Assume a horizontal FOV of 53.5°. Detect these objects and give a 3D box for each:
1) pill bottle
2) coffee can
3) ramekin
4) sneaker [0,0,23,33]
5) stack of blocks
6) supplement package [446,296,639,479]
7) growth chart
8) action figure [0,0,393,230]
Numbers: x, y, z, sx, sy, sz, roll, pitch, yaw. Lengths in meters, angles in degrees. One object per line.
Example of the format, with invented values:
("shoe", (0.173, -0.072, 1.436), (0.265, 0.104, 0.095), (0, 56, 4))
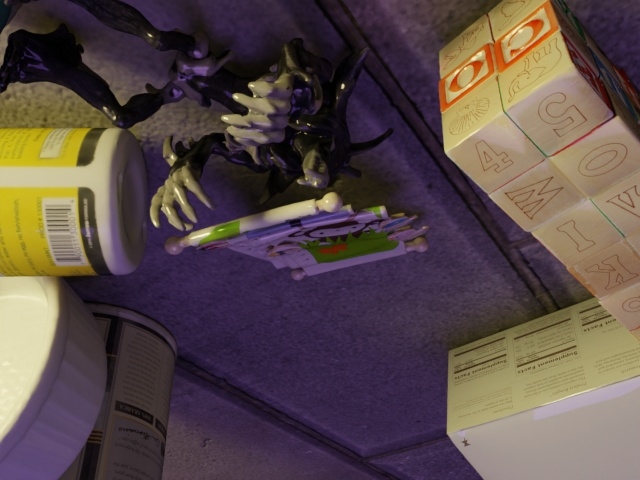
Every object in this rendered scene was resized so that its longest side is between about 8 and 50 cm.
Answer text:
("pill bottle", (-0.252, -0.030, 0.505), (0.209, 0.119, 0.119), (0, 141, -3))
("coffee can", (-0.273, 0.237, 0.709), (0.202, 0.275, 0.201), (-2, 141, -1))
("ramekin", (-0.335, 0.124, 0.578), (0.277, 0.277, 0.135), (-8, 148, 7))
("sneaker", (-0.199, -0.205, 0.290), (0.108, 0.121, 0.302), (4, 140, -9))
("stack of blocks", (0.215, -0.047, 0.470), (0.297, 0.171, 0.087), (37, 127, -25))
("supplement package", (0.317, 0.205, 0.764), (0.262, 0.145, 0.204), (-27, 114, 27))
("growth chart", (0.000, 0.000, 0.573), (0.172, 0.021, 0.237), (-15, 164, 22))
("action figure", (-0.072, -0.083, 0.437), (0.276, 0.140, 0.164), (21, 134, -22))
